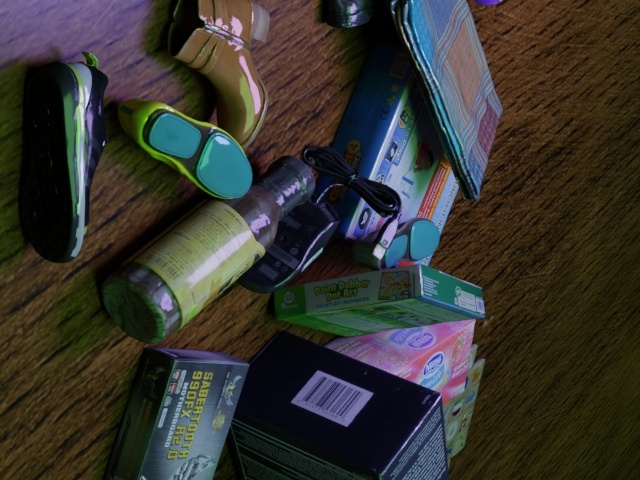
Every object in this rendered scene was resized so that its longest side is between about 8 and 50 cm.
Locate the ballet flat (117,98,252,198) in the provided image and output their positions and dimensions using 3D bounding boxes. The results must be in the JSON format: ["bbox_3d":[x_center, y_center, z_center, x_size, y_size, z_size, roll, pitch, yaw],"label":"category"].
[{"bbox_3d":[-0.167,-0.118,1.476,0.231,0.077,0.077,32,84,-57],"label":"ballet flat"}]

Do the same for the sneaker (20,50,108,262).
[{"bbox_3d":[-0.266,-0.088,1.330,0.097,0.084,0.235,-21,124,-54],"label":"sneaker"}]

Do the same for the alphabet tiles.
[{"bbox_3d":[0.243,0.385,2.461,0.285,0.011,0.343,-25,132,-50],"label":"alphabet tiles"}]

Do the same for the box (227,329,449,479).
[{"bbox_3d":[0.029,0.333,1.837,0.183,0.296,0.294,-46,143,-36],"label":"box"}]

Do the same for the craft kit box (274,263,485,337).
[{"bbox_3d":[0.095,0.098,1.861,0.250,0.246,0.061,21,59,-60],"label":"craft kit box"}]

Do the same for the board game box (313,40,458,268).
[{"bbox_3d":[0.127,-0.120,1.938,0.302,0.086,0.308,29,82,-59],"label":"board game box"}]

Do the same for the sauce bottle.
[{"bbox_3d":[-0.131,-0.001,1.568,0.344,0.111,0.111,-41,139,-37],"label":"sauce bottle"}]

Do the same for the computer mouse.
[{"bbox_3d":[0.000,0.000,1.728,0.262,0.184,0.060,-56,169,-26],"label":"computer mouse"}]

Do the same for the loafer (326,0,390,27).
[{"bbox_3d":[0.072,-0.356,1.742,0.170,0.062,0.061,-34,129,-47],"label":"loafer"}]

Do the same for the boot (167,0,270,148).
[{"bbox_3d":[-0.132,-0.214,1.489,0.152,0.073,0.197,1,94,-59],"label":"boot"}]

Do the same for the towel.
[{"bbox_3d":[0.206,-0.282,1.868,0.370,0.040,0.271,64,32,-33],"label":"towel"}]

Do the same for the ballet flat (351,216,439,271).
[{"bbox_3d":[0.113,0.000,1.835,0.213,0.068,0.072,-16,114,-60],"label":"ballet flat"}]

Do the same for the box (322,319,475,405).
[{"bbox_3d":[0.130,0.223,2.082,0.300,0.142,0.154,-24,126,-51],"label":"box"}]

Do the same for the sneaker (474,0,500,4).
[{"bbox_3d":[0.235,-0.505,1.868,0.146,0.102,0.293,-38,129,-53],"label":"sneaker"}]

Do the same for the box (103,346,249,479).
[{"bbox_3d":[-0.201,0.267,1.663,0.183,0.056,0.231,15,94,-59],"label":"box"}]
